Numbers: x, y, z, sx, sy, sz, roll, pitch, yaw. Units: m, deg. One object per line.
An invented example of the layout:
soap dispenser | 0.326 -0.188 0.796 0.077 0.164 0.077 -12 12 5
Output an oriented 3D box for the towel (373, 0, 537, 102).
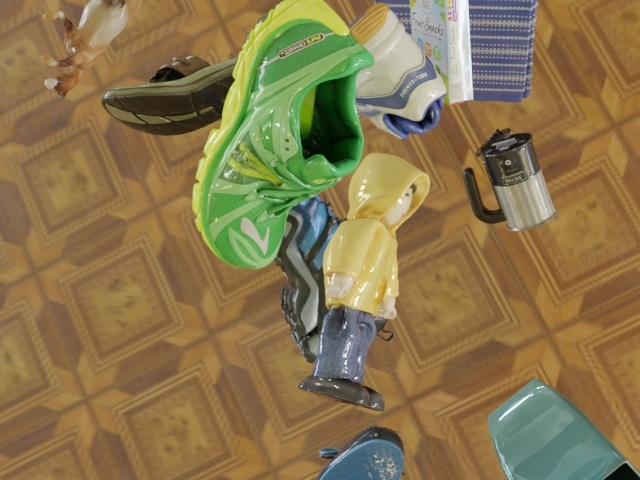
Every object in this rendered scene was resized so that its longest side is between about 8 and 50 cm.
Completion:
towel | 0.212 -0.318 1.610 0.243 0.336 0.040 2 66 9

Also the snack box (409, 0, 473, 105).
snack box | 0.149 -0.249 1.285 0.037 0.100 0.141 -14 115 -18

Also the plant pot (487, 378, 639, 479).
plant pot | 0.374 0.339 1.599 0.165 0.165 0.234 -40 41 8

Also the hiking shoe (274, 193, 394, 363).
hiking shoe | 0.000 0.000 1.311 0.132 0.113 0.304 -17 110 -12

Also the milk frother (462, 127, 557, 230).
milk frother | 0.307 -0.103 1.654 0.129 0.143 0.135 -9 112 35

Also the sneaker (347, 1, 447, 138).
sneaker | 0.070 -0.161 1.156 0.112 0.296 0.131 -43 89 2

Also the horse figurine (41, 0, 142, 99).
horse figurine | -0.302 -0.313 1.399 0.066 0.174 0.263 30 90 8

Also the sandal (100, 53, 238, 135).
sandal | -0.184 -0.238 1.577 0.302 0.120 0.086 -14 61 7

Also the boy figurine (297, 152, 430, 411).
boy figurine | 0.055 0.044 1.161 0.092 0.177 0.285 10 76 25

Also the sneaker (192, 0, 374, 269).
sneaker | -0.034 -0.074 0.943 0.123 0.109 0.296 39 133 23

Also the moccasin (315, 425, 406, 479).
moccasin | 0.028 0.416 1.733 0.137 0.117 0.342 29 121 -10
